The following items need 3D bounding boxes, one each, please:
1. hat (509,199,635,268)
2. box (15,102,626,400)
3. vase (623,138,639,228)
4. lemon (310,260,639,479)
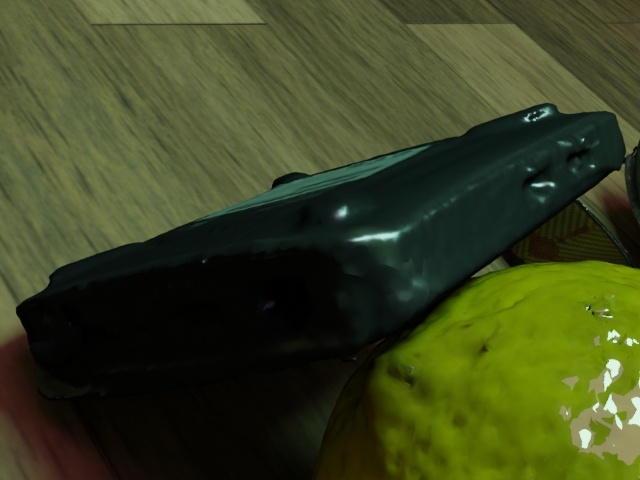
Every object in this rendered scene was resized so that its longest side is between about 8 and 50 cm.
[{"bbox_3d":[0.233,-0.002,1.085,0.193,0.082,0.193,44,1,-1],"label":"hat"},{"bbox_3d":[0.000,0.000,0.727,0.350,0.359,0.091,-29,102,-48],"label":"box"},{"bbox_3d":[0.512,0.031,1.082,0.250,0.250,0.445,5,46,-27],"label":"vase"},{"bbox_3d":[0.159,0.170,0.619,0.336,0.336,0.336,17,36,-13],"label":"lemon"}]
